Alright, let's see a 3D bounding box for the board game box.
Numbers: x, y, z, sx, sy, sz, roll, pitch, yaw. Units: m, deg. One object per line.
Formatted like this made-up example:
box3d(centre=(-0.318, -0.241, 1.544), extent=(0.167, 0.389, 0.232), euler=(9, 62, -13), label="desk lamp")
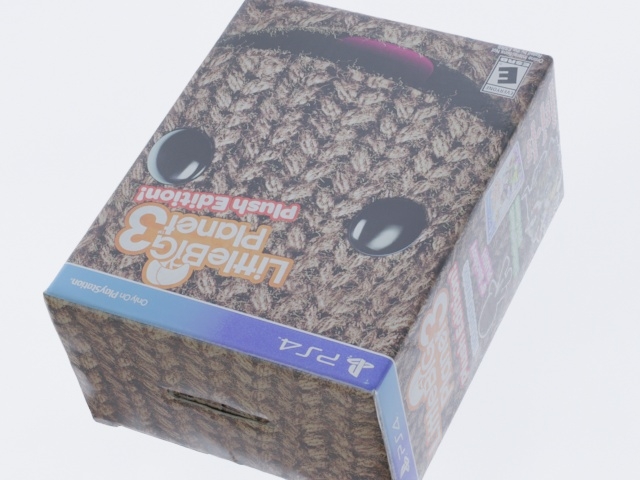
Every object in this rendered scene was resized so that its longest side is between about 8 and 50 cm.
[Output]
box3d(centre=(0.000, 0.000, 1.247), extent=(0.232, 0.291, 0.141), euler=(15, -36, 22), label="board game box")
